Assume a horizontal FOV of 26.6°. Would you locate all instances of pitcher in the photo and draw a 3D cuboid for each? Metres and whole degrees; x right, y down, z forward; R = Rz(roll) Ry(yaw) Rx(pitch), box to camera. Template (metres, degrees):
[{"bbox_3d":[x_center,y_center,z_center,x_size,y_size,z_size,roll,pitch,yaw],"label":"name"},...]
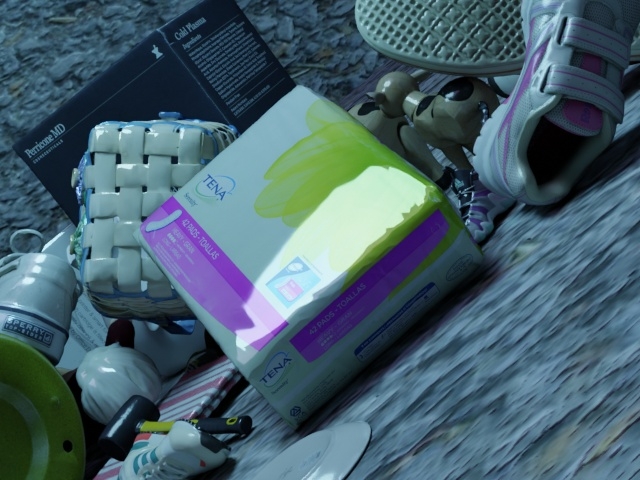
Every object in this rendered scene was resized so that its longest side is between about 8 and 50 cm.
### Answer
[{"bbox_3d":[-0.227,0.073,1.689,0.125,0.207,0.178,-39,9,4],"label":"pitcher"}]

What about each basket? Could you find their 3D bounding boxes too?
[{"bbox_3d":[-0.170,-0.027,1.527,0.201,0.255,0.289,1,-7,10],"label":"basket"}]

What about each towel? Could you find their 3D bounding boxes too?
[{"bbox_3d":[-0.147,0.188,1.380,0.144,0.029,0.197,-30,16,50],"label":"towel"}]

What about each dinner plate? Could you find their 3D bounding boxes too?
[{"bbox_3d":[-0.023,0.173,0.969,0.141,0.017,0.141,-37,10,7],"label":"dinner plate"}]

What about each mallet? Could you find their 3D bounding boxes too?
[{"bbox_3d":[-0.129,0.168,1.268,0.189,0.039,0.062,-14,32,38],"label":"mallet"}]

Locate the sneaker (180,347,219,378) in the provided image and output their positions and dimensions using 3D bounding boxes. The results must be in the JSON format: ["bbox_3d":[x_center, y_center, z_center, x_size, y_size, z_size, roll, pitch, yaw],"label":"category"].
[{"bbox_3d":[-0.134,0.134,1.501,0.083,0.031,0.035,-47,25,50],"label":"sneaker"}]

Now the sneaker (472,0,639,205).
[{"bbox_3d":[0.214,-0.134,1.126,0.111,0.103,0.252,-114,37,-65],"label":"sneaker"}]

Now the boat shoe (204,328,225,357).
[{"bbox_3d":[-0.092,0.108,1.494,0.049,0.056,0.152,-15,-9,-20],"label":"boat shoe"}]

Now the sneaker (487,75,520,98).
[{"bbox_3d":[0.275,-0.263,1.586,0.182,0.127,0.315,-26,17,49],"label":"sneaker"}]

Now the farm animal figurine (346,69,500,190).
[{"bbox_3d":[0.048,-0.078,1.432,0.330,0.172,0.327,-37,9,16],"label":"farm animal figurine"}]

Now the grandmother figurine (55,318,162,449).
[{"bbox_3d":[-0.262,0.180,1.577,0.342,0.104,0.208,156,129,-66],"label":"grandmother figurine"}]

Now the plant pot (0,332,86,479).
[{"bbox_3d":[-0.448,0.242,1.452,0.353,0.366,0.366,-15,23,40],"label":"plant pot"}]

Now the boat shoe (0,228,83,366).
[{"bbox_3d":[-0.355,0.068,1.608,0.367,0.136,0.156,149,141,-69],"label":"boat shoe"}]

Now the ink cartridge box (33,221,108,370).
[{"bbox_3d":[-0.385,0.132,1.993,0.307,0.223,0.129,-41,8,-16],"label":"ink cartridge box"}]

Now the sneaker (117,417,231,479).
[{"bbox_3d":[-0.134,0.205,1.180,0.161,0.057,0.075,-23,35,58],"label":"sneaker"}]

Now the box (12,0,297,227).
[{"bbox_3d":[-0.187,-0.115,1.858,0.343,0.312,0.179,-29,12,37],"label":"box"}]

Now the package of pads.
[{"bbox_3d":[-0.017,-0.002,1.195,0.229,0.101,0.296,-42,36,-4],"label":"package of pads"}]

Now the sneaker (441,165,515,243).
[{"bbox_3d":[0.130,-0.037,1.220,0.038,0.069,0.098,-31,11,44],"label":"sneaker"}]

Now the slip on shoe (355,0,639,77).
[{"bbox_3d":[0.199,-0.213,1.326,0.331,0.123,0.101,-1,-7,-1],"label":"slip on shoe"}]
